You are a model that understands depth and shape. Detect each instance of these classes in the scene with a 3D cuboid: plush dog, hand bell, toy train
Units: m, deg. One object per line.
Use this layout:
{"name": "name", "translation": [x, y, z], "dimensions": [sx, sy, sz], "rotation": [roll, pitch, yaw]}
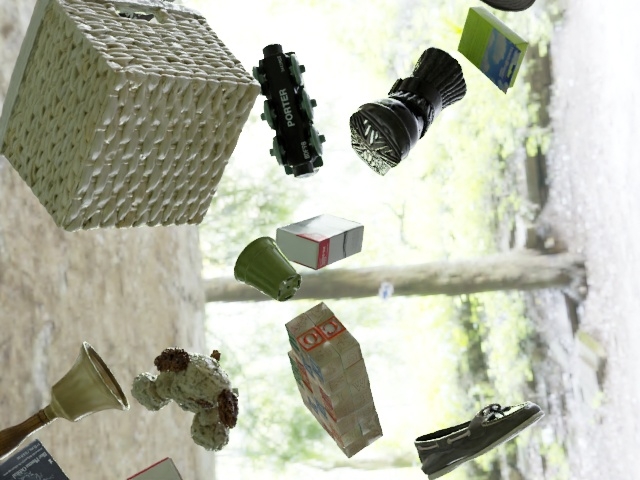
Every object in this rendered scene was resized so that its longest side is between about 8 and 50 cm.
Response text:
{"name": "plush dog", "translation": [-0.266, 0.323, 1.937], "dimensions": [0.210, 0.262, 0.225], "rotation": [-54, 3, -22]}
{"name": "hand bell", "translation": [-0.428, 0.274, 1.325], "dimensions": [0.126, 0.242, 0.126], "rotation": [54, 171, 13]}
{"name": "toy train", "translation": [-0.070, -0.307, 2.106], "dimensions": [0.190, 0.142, 0.334], "rotation": [7, -112, -83]}

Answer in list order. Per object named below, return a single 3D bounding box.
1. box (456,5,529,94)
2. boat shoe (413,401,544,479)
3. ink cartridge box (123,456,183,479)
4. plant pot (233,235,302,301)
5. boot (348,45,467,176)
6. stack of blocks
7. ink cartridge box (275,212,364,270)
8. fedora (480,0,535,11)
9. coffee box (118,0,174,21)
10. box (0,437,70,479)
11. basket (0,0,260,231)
{"name": "box", "translation": [0.356, -0.391, 1.781], "dimensions": [0.178, 0.042, 0.109], "rotation": [54, 147, 37]}
{"name": "boat shoe", "translation": [0.295, 0.378, 1.711], "dimensions": [0.112, 0.335, 0.095], "rotation": [-16, -111, -42]}
{"name": "ink cartridge box", "translation": [-0.349, 0.539, 1.713], "dimensions": [0.100, 0.172, 0.237], "rotation": [56, 157, 22]}
{"name": "plant pot", "translation": [-0.071, 0.048, 1.273], "dimensions": [0.079, 0.083, 0.083], "rotation": [38, 159, 33]}
{"name": "boot", "translation": [0.183, -0.270, 1.697], "dimensions": [0.131, 0.260, 0.348], "rotation": [46, 176, -1]}
{"name": "stack of blocks", "translation": [0.017, 0.255, 1.639], "dimensions": [0.171, 0.087, 0.297], "rotation": [45, 159, 42]}
{"name": "ink cartridge box", "translation": [0.000, 0.000, 1.714], "dimensions": [0.150, 0.109, 0.063], "rotation": [-19, -61, -49]}
{"name": "fedora", "translation": [0.352, -0.557, 1.597], "dimensions": [0.124, 0.275, 0.244], "rotation": [-9, 68, 60]}
{"name": "coffee box", "translation": [-0.414, -0.519, 1.573], "dimensions": [0.297, 0.119, 0.168], "rotation": [62, -142, -26]}
{"name": "box", "translation": [-0.566, 0.492, 1.659], "dimensions": [0.158, 0.093, 0.156], "rotation": [52, -152, 1]}
{"name": "basket", "translation": [-0.326, -0.220, 1.493], "dimensions": [0.266, 0.328, 0.331], "rotation": [46, 122, 31]}
